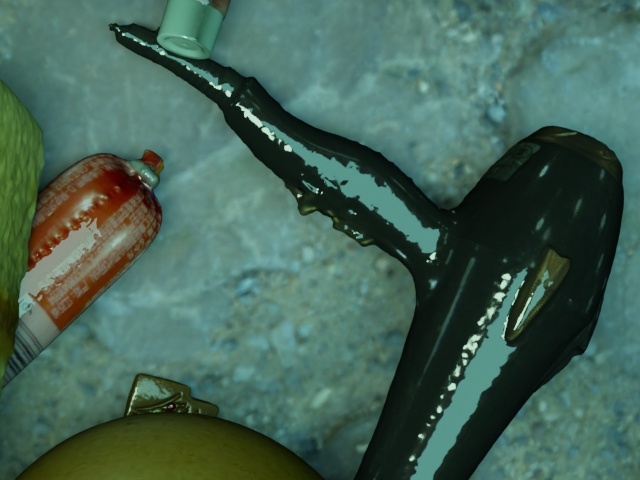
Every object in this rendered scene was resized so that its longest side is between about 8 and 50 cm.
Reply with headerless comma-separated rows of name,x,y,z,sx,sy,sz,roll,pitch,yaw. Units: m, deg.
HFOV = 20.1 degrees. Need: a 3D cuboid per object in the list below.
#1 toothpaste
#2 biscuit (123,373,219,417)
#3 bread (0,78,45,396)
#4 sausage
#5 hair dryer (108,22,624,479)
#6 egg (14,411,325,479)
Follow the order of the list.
toothpaste,-0.053,-0.208,1.073,0.056,0.036,0.205,22,74,-26
biscuit,-0.090,0.121,1.112,0.082,0.016,0.092,-27,107,-17
bread,-0.222,0.036,0.945,0.141,0.178,0.266,18,74,-30
sausage,-0.190,0.042,1.032,0.274,0.074,0.074,-43,109,-12
hair dryer,0.000,0.000,1.099,0.359,0.120,0.304,35,77,-10
egg,-0.078,0.253,1.005,0.250,0.250,0.322,-16,111,-20
